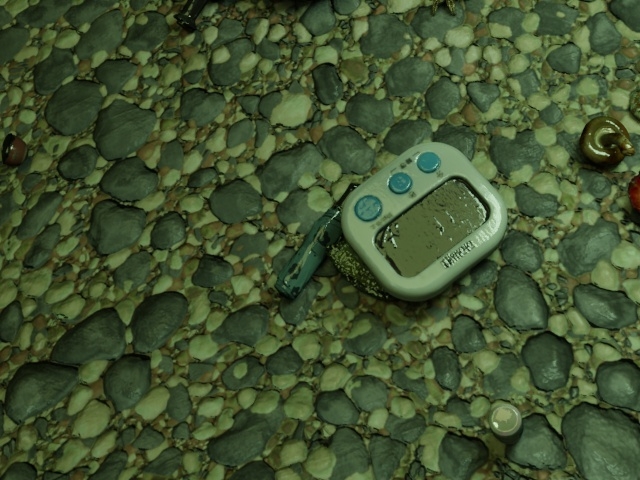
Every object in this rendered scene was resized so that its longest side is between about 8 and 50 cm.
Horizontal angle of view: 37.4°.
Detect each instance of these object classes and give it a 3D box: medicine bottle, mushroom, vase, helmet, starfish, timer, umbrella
[{"bbox_3d":[0.297,0.294,1.504,0.052,0.089,0.052,-6,65,13],"label":"medicine bottle"},{"bbox_3d":[0.505,-0.164,1.652,0.088,0.073,0.129,-8,30,-9],"label":"mushroom"},{"bbox_3d":[-0.252,-0.539,2.033,0.120,0.120,0.183,34,94,26],"label":"vase"},{"bbox_3d":[-0.652,-0.192,2.025,0.065,0.049,0.084,-62,31,20],"label":"helmet"},{"bbox_3d":[0.256,-0.489,1.901,0.091,0.028,0.078,-43,64,0],"label":"starfish"},{"bbox_3d":[0.179,-0.031,1.656,0.262,0.087,0.237,-37,73,-5],"label":"timer"},{"bbox_3d":[-0.001,0.000,1.747,0.250,0.052,0.053,-56,31,-11],"label":"umbrella"}]

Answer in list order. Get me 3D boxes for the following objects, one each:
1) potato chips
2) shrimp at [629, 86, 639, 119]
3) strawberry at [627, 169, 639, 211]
[{"bbox_3d":[0.129,0.001,1.714,0.202,0.029,0.220,24,76,17],"label":"potato chips"},{"bbox_3d":[0.634,-0.257,1.682,0.161,0.034,0.091,-5,65,15],"label":"shrimp"},{"bbox_3d":[0.644,-0.131,1.592,0.235,0.107,0.175,3,104,19],"label":"strawberry"}]
